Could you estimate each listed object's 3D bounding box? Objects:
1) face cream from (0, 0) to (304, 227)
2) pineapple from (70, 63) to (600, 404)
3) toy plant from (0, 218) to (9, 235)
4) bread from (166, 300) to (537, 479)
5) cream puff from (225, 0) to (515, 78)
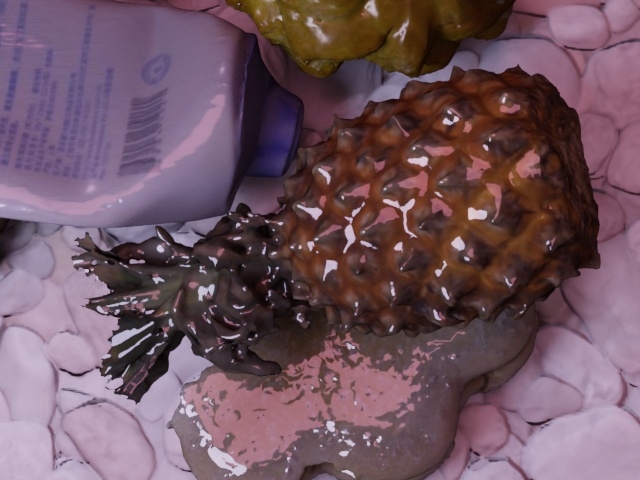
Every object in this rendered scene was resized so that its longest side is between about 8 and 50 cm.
[{"bbox_3d":[-0.223,-0.112,1.000,0.420,0.137,0.234,8,58,-8],"label":"face cream"},{"bbox_3d":[0.000,0.000,0.867,0.361,0.175,0.175,-14,69,22],"label":"pineapple"},{"bbox_3d":[-0.327,0.002,1.059,0.200,0.105,0.143,-44,80,12],"label":"toy plant"},{"bbox_3d":[0.047,0.069,0.960,0.183,0.102,0.337,36,82,20],"label":"bread"},{"bbox_3d":[0.039,-0.239,1.014,0.196,0.244,0.244,-4,66,46],"label":"cream puff"}]
